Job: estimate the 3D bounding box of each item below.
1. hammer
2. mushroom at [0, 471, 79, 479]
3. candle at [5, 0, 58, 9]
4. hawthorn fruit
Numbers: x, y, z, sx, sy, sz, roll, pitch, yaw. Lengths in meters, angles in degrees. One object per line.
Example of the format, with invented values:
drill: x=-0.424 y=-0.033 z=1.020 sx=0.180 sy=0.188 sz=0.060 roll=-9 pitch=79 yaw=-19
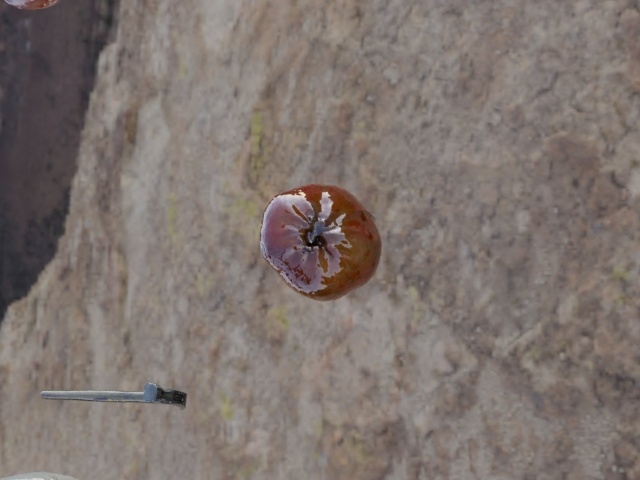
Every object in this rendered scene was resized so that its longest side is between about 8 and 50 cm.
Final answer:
hammer: x=-0.197 y=0.146 z=0.895 sx=0.182 sy=0.062 sz=0.017 roll=-6 pitch=71 yaw=36
mushroom: x=-0.404 y=0.325 z=1.105 sx=0.097 sy=0.351 sz=0.109 roll=72 pitch=-162 yaw=-64
candle: x=-0.127 y=-0.205 z=0.588 sx=0.329 sy=0.051 sz=0.048 roll=-8 pitch=105 yaw=54
hawthorn fruit: x=0.000 y=0.000 z=0.928 sx=0.128 sy=0.128 sz=0.128 roll=-11 pitch=77 yaw=63
